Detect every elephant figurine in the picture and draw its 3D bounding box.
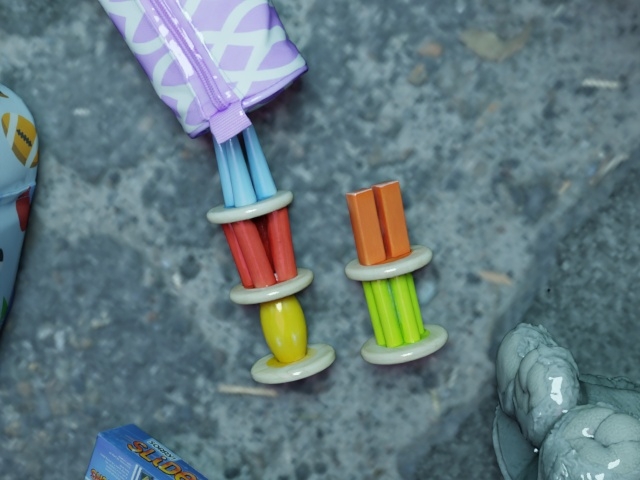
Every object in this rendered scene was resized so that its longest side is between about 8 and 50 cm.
[{"bbox_3d":[0.223,0.112,0.587,0.239,0.169,0.186,-5,133,-5],"label":"elephant figurine"}]

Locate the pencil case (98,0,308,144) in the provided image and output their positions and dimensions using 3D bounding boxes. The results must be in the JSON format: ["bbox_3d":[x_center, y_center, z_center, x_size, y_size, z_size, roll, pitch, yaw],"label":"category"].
[{"bbox_3d":[-0.089,-0.153,0.594,0.086,0.088,0.206,-33,98,12],"label":"pencil case"}]

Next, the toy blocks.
[{"bbox_3d":[0.000,0.000,0.637,0.123,0.054,0.148,-12,102,13],"label":"toy blocks"}]

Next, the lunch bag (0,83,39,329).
[{"bbox_3d":[-0.315,0.016,0.665,0.243,0.115,0.303,22,106,6],"label":"lunch bag"}]

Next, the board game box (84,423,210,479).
[{"bbox_3d":[-0.076,0.222,0.674,0.201,0.035,0.136,30,109,28],"label":"board game box"}]
